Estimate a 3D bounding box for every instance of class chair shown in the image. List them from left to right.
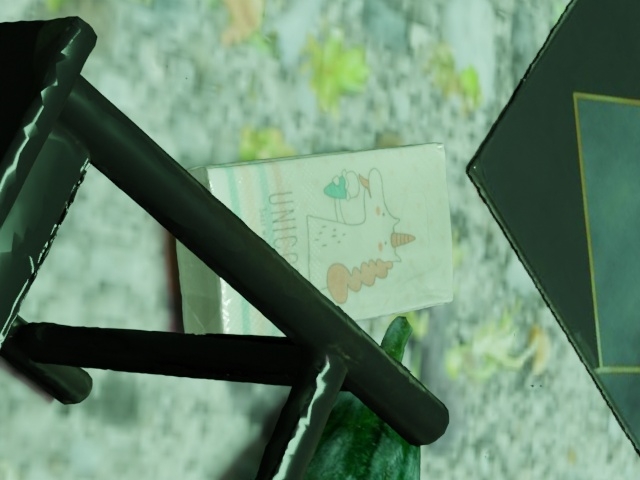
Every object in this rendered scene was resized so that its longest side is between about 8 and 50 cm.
[{"bbox_3d":[-0.116,0.023,0.372,0.260,0.155,0.141,45,59,-40],"label":"chair"}]

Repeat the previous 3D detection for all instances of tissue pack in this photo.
[{"bbox_3d":[0.000,0.000,0.579,0.108,0.023,0.056,-7,95,-46],"label":"tissue pack"}]

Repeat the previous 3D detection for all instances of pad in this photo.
[{"bbox_3d":[0.148,-0.054,0.748,0.163,0.004,0.243,55,54,-31],"label":"pad"}]

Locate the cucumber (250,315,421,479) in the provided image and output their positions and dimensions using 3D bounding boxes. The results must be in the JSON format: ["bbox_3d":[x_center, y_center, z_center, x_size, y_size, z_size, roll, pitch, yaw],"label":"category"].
[{"bbox_3d":[-0.020,0.128,0.537,0.056,0.056,0.250,48,60,-35],"label":"cucumber"}]
